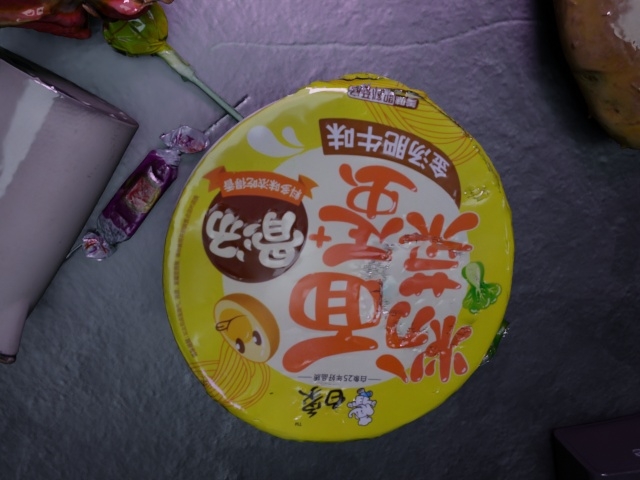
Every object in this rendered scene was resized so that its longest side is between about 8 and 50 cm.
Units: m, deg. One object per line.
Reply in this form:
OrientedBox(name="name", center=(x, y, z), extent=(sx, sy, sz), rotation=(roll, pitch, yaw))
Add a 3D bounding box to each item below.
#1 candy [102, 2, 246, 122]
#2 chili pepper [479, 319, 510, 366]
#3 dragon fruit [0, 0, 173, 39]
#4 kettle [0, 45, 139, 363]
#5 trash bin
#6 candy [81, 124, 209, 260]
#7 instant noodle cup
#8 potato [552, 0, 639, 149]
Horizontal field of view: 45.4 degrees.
OrientedBox(name="candy", center=(-0.134, -0.169, 0.771), extent=(0.062, 0.058, 0.194), rotation=(-37, 115, 26))
OrientedBox(name="chili pepper", center=(0.111, 0.132, 0.860), extent=(0.226, 0.059, 0.088), rotation=(-21, 98, -8))
OrientedBox(name="dragon fruit", center=(-0.245, -0.276, 0.602), extent=(0.305, 0.305, 0.226), rotation=(-15, 98, -7))
OrientedBox(name="kettle", center=(-0.320, -0.050, 0.711), extent=(0.240, 0.165, 0.255), rotation=(31, 98, 16))
OrientedBox(name="trash bin", center=(0.381, 0.337, 0.915), extent=(0.165, 0.115, 0.226), rotation=(-9, 103, -8))
OrientedBox(name="candy", center=(-0.182, -0.048, 0.781), extent=(0.045, 0.043, 0.175), rotation=(38, 92, -4))
OrientedBox(name="instant noodle cup", center=(0.000, 0.000, 0.725), extent=(0.311, 0.221, 0.312), rotation=(-3, 104, -13))
OrientedBox(name="potato", center=(0.337, -0.242, 0.792), extent=(0.191, 0.141, 0.296), rotation=(-12, 104, -5))
